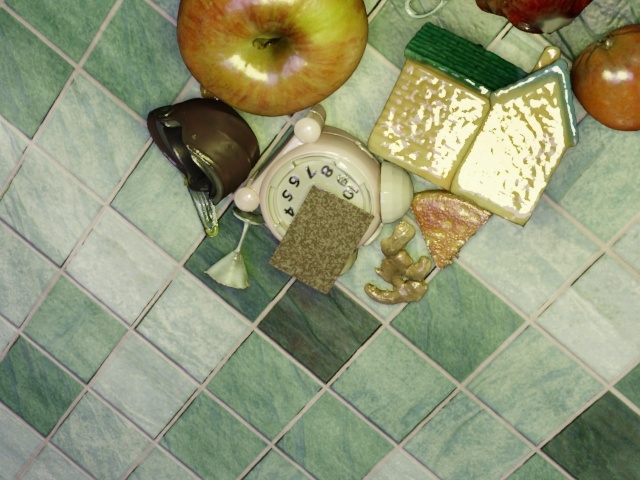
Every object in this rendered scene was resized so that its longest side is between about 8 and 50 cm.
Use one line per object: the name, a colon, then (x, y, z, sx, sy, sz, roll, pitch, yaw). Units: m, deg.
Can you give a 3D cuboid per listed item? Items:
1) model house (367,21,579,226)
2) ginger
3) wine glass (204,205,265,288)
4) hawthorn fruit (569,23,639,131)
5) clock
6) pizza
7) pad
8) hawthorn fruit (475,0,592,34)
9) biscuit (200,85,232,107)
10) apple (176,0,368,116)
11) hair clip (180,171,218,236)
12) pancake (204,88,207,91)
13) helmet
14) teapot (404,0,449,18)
model house: (0.340, -0.263, 1.679, 0.382, 0.334, 0.343, 27, 102, 9)
ginger: (0.199, 0.057, 1.912, 0.149, 0.065, 0.259, 12, 130, -2)
wine glass: (-0.202, 0.016, 1.993, 0.122, 0.122, 0.183, 22, 109, 6)
hawthorn fruit: (0.637, -0.312, 1.651, 0.199, 0.199, 0.251, -31, 111, 21)
clock: (0.012, -0.102, 1.869, 0.325, 0.184, 0.342, 41, 119, -6)
pizza: (0.289, -0.029, 1.889, 0.200, 0.053, 0.193, 19, 112, 12)
pad: (0.000, 0.000, 1.828, 0.158, 0.003, 0.235, 28, 116, -5)
hawthorn fruit: (0.425, -0.573, 1.565, 0.308, 0.324, 0.308, 37, 148, 28)
biscuit: (-0.245, -0.415, 1.898, 0.174, 0.039, 0.183, 31, 111, 1)
apple: (-0.096, -0.466, 1.683, 0.399, 0.334, 0.401, 2, 127, 2)
hair clip: (-0.295, -0.099, 2.019, 0.060, 0.033, 0.189, -14, 101, 15)
pancake: (-0.232, -0.409, 1.864, 0.139, 0.022, 0.140, 3, 106, 11)
helmet: (-0.261, -0.234, 1.873, 0.177, 0.305, 0.225, -37, 139, -14)
teapot: (0.218, -0.581, 1.679, 0.158, 0.159, 0.232, 2, 121, 13)
